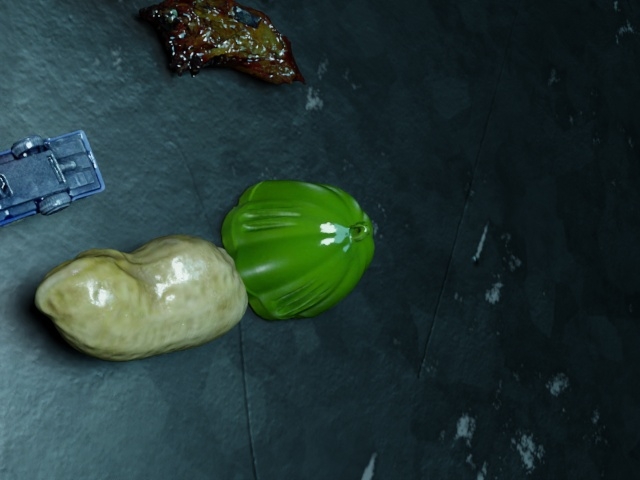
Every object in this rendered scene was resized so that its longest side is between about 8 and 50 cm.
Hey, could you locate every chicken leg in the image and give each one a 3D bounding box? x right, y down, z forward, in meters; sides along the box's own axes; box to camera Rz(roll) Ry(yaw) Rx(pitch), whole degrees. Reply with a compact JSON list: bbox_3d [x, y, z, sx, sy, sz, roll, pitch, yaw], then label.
[{"bbox_3d":[-0.114,-0.242,1.204,0.234,0.063,0.105,-2,87,-43],"label":"chicken leg"}]

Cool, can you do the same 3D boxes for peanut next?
[{"bbox_3d":[-0.181,0.056,1.036,0.253,0.137,0.122,-11,46,-43],"label":"peanut"}]

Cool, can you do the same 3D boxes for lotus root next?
[{"bbox_3d":[0.000,0.000,1.183,0.186,0.186,0.186,10,74,-40],"label":"lotus root"}]

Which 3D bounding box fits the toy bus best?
[{"bbox_3d":[-0.323,-0.039,0.955,0.236,0.094,0.079,-25,92,-43],"label":"toy bus"}]
